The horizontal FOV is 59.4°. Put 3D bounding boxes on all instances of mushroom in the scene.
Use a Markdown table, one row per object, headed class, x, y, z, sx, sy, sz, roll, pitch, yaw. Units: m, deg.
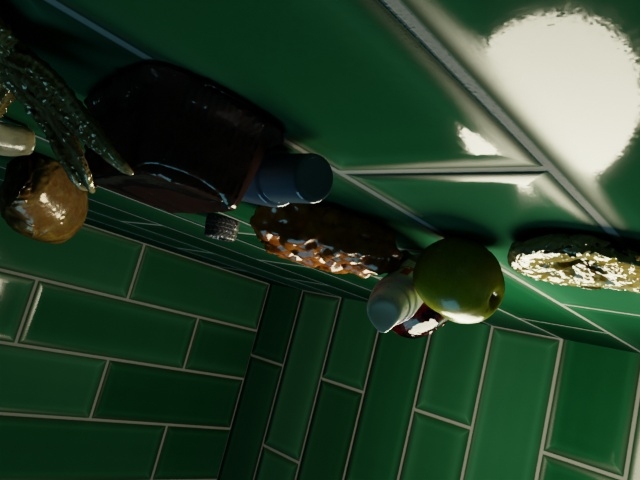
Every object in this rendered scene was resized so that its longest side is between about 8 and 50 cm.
| class | x | y | z | sx | sy | sz | roll | pitch | yaw |
| --- | --- | --- | --- | --- | --- | --- | --- | --- | --- |
| mushroom | -0.613 | -0.211 | 1.001 | 0.099 | 0.096 | 0.278 | 44 | 174 | 10 |

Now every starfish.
| class | x | y | z | sx | sy | sz | roll | pitch | yaw |
| --- | --- | --- | --- | --- | --- | --- | --- | --- | --- |
| starfish | -0.378 | -0.193 | 0.639 | 0.375 | 0.094 | 0.327 | 26 | 153 | 8 |

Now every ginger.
| class | x | y | z | sx | sy | sz | roll | pitch | yaw |
| --- | --- | --- | --- | --- | --- | --- | --- | --- | --- |
| ginger | -0.702 | -0.098 | 1.443 | 0.223 | 0.200 | 0.269 | 25 | 166 | -41 |

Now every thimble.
| class | x | y | z | sx | sy | sz | roll | pitch | yaw |
| --- | --- | --- | --- | --- | --- | --- | --- | --- | --- |
| thimble | -0.288 | -0.033 | 1.608 | 0.104 | 0.066 | 0.095 | 6 | 170 | 43 |

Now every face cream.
| class | x | y | z | sx | sy | sz | roll | pitch | yaw |
| --- | --- | --- | --- | --- | --- | --- | --- | --- | --- |
| face cream | -0.120 | -0.101 | 0.909 | 0.136 | 0.086 | 0.385 | 6 | -178 | -36 |
| face cream | 0.183 | 0.107 | 1.225 | 0.102 | 0.102 | 0.345 | 11 | -167 | 21 |

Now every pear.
| class | x | y | z | sx | sy | sz | roll | pitch | yaw |
| --- | --- | --- | --- | --- | --- | --- | --- | --- | --- |
| pear | 0.256 | 0.071 | 1.120 | 0.216 | 0.166 | 0.180 | 21 | -172 | 39 |

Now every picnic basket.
| class | x | y | z | sx | sy | sz | roll | pitch | yaw |
| --- | --- | --- | --- | --- | --- | --- | --- | --- | --- |
| picnic basket | -0.211 | -0.121 | 0.774 | 0.222 | 0.129 | 0.297 | 24 | 166 | -39 |

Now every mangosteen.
| class | x | y | z | sx | sy | sz | roll | pitch | yaw |
| --- | --- | --- | --- | --- | --- | --- | --- | --- | --- |
| mangosteen | 0.257 | 0.148 | 1.500 | 0.216 | 0.216 | 0.216 | 14 | 171 | 2 |

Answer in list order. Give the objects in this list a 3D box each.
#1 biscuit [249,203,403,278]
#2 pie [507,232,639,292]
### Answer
| class | x | y | z | sx | sy | sz | roll | pitch | yaw |
| --- | --- | --- | --- | --- | --- | --- | --- | --- | --- |
| biscuit | 0.000 | 0.000 | 1.231 | 0.318 | 0.110 | 0.312 | 14 | 171 | -7 |
| pie | 0.448 | 0.043 | 0.960 | 0.274 | 0.055 | 0.274 | 14 | 171 | 2 |
